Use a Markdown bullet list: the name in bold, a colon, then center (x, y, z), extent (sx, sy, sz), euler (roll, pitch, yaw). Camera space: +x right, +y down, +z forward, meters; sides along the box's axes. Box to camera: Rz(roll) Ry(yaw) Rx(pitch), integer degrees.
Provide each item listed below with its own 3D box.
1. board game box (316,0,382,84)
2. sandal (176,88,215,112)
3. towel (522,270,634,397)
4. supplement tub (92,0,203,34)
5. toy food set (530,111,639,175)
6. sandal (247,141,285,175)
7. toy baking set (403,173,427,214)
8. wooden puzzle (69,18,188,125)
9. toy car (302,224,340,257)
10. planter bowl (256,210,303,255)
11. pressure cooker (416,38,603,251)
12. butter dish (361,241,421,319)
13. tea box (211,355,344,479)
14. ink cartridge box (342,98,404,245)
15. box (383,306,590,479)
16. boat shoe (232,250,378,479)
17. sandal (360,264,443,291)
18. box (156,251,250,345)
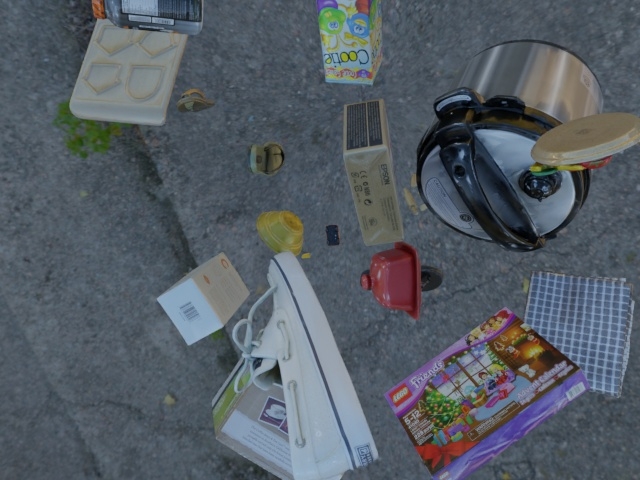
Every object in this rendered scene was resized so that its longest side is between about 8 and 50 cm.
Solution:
- **board game box**: center (0.085, -0.586, 1.337), extent (0.142, 0.144, 0.275), euler (9, 143, 16)
- **sandal**: center (-0.305, -0.342, 1.193), extent (0.072, 0.180, 0.049), euler (-13, 104, 7)
- **towel**: center (0.616, 0.213, 1.195), extent (0.235, 0.121, 0.283), euler (4, 76, 37)
- **supplement tub**: center (-0.319, -0.451, 0.910), extent (0.191, 0.117, 0.116), euler (-1, 107, -19)
- **toy food set**: center (0.204, -0.075, 0.377), extent (0.083, 0.083, 0.020), euler (-37, 115, -27)
- **sandal**: center (-0.168, -0.275, 1.670), extent (0.086, 0.303, 0.120), euler (-3, 103, 12)
- **toy baking set**: center (0.384, -0.190, 1.794), extent (0.030, 0.256, 0.196), euler (24, 127, -26)
- **wooden puzzle**: center (-0.542, -0.506, 1.430), extent (0.322, 0.080, 0.347), euler (9, 83, 17)
- **toy car**: center (0.000, 0.000, 1.301), extent (0.122, 0.040, 0.060), euler (-23, 92, 13)
- **planter bowl**: center (-0.133, -0.049, 1.907), extent (0.217, 0.217, 0.090), euler (42, 124, -7)
- **pressure cooker**: center (0.413, -0.199, 1.100), extent (0.370, 0.420, 0.375), euler (22, 146, 10)
- **butter dish**: center (0.148, 0.086, 1.083), extent (0.118, 0.160, 0.160), euler (-5, 100, -8)
- **tea box**: center (-0.098, 0.475, 1.336), extent (0.329, 0.323, 0.220), euler (36, 79, -9)
- **ink cartridge box**: center (0.109, -0.139, 1.004), extent (0.088, 0.193, 0.234), euler (-8, 132, 12)
- **box**: center (0.277, 0.266, 0.864), extent (0.293, 0.201, 0.057), euler (-36, 117, 0)
- **boat shoe**: center (-0.055, 0.167, 0.702), extent (0.157, 0.367, 0.135), euler (-20, 137, -5)
- **sandal**: center (0.250, 0.133, 1.515), extent (0.255, 0.054, 0.097), euler (-5, 128, 12)
- **box**: center (-0.442, 0.215, 1.914), extent (0.168, 0.345, 0.215), euler (-30, 98, 15)
